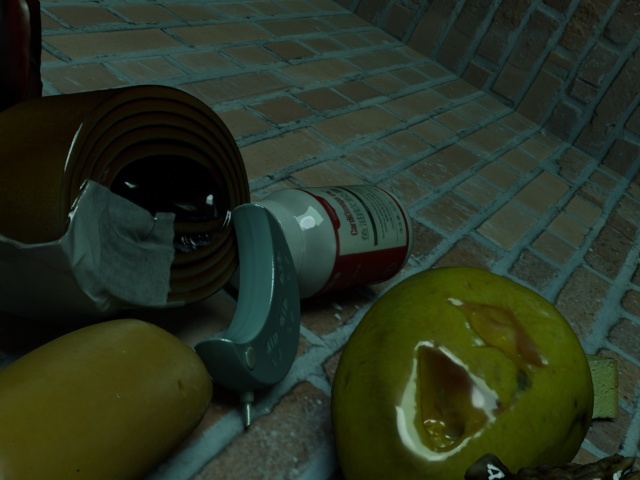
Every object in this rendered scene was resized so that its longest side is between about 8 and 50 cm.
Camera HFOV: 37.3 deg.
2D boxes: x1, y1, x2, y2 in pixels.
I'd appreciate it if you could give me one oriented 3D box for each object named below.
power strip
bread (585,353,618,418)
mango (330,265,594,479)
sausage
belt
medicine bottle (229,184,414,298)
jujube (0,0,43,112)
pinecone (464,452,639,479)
[{"bbox_3d":[-0.066,0.079,0.933,0.137,0.044,0.216,60,29,-44],"label":"power strip"},{"bbox_3d":[0.325,0.189,1.253,0.084,0.080,0.109,5,-2,-41],"label":"bread"},{"bbox_3d":[0.136,0.161,0.939,0.253,0.182,0.365,35,36,9],"label":"mango"},{"bbox_3d":[-0.180,0.135,0.719,0.134,0.116,0.354,25,20,9],"label":"sausage"},{"bbox_3d":[-0.189,-0.032,0.886,0.122,0.217,0.338,-2,3,22],"label":"belt"},{"bbox_3d":[0.000,0.000,1.141,0.131,0.131,0.250,41,27,27],"label":"medicine bottle"},{"bbox_3d":[-0.435,-0.194,0.891,0.376,0.258,0.258,14,25,2],"label":"jujube"},{"bbox_3d":[0.185,0.279,0.686,0.224,0.224,0.273,-3,62,-49],"label":"pinecone"}]
